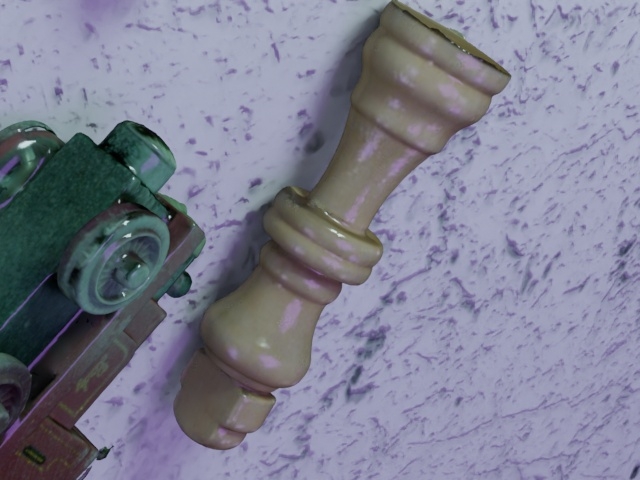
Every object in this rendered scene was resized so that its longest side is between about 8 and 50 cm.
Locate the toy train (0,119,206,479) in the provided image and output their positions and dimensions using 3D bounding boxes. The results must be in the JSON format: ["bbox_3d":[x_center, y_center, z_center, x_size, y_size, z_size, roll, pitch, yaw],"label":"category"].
[{"bbox_3d":[-0.199,0.058,1.292,0.304,0.150,0.221,-48,152,-5],"label":"toy train"}]

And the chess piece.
[{"bbox_3d":[0.000,0.000,1.453,0.117,0.117,0.397,20,107,-50],"label":"chess piece"}]
